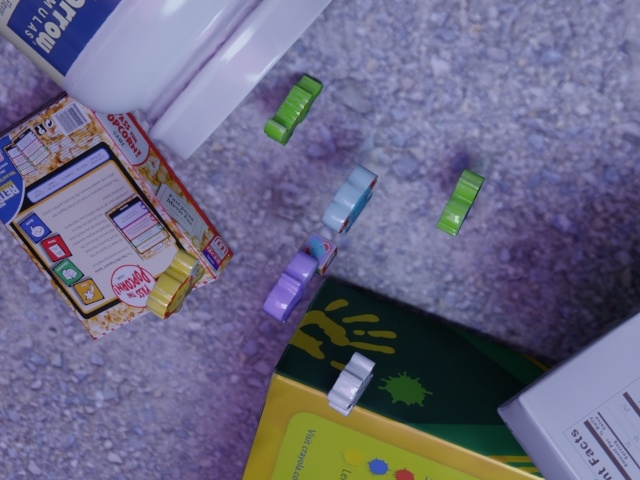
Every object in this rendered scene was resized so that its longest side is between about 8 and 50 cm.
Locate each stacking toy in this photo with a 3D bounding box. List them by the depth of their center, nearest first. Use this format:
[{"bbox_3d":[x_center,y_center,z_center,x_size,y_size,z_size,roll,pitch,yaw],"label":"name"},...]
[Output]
[{"bbox_3d":[0.000,0.000,1.002,0.167,0.221,0.052,30,166,9],"label":"stacking toy"}]

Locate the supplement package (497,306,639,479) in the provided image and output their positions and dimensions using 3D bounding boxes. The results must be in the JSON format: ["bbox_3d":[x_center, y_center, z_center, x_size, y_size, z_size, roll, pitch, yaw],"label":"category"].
[{"bbox_3d":[0.261,0.095,0.922,0.244,0.139,0.134,-35,81,-5],"label":"supplement package"}]

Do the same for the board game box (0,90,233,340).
[{"bbox_3d":[-0.188,-0.025,1.143,0.147,0.045,0.193,-26,108,28],"label":"board game box"}]

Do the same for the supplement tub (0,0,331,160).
[{"bbox_3d":[-0.145,-0.233,0.897,0.325,0.235,0.235,42,123,-7],"label":"supplement tub"}]

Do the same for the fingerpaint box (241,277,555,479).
[{"bbox_3d":[0.099,0.303,1.162,0.371,0.163,0.444,20,122,6],"label":"fingerpaint box"}]
